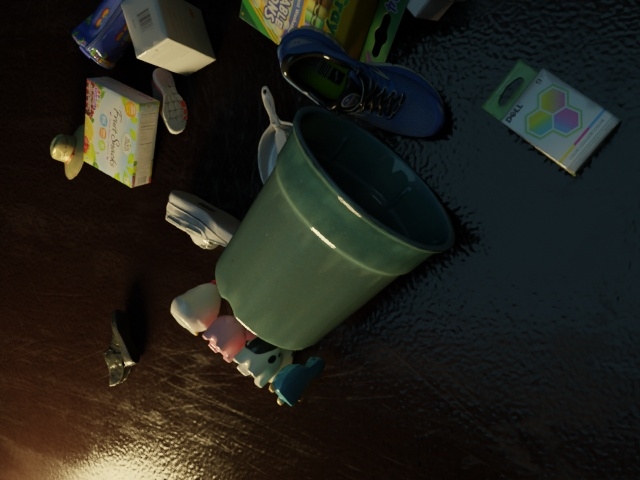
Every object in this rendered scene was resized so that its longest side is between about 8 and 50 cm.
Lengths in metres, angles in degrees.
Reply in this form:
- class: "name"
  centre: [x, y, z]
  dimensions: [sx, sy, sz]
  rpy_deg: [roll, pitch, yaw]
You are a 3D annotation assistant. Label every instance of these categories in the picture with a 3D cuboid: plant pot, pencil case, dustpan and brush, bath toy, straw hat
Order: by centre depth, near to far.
- class: "plant pot"
  centre: [0.000, 0.000, 1.034]
  dimensions: [0.341, 0.341, 0.334]
  rpy_deg: [49, 117, 16]
- class: "dustpan and brush"
  centre: [-0.081, -0.216, 1.197]
  dimensions: [0.147, 0.060, 0.211]
  rpy_deg: [-15, 85, 25]
- class: "bath toy"
  centre: [-0.161, 0.201, 1.212]
  dimensions: [0.348, 0.151, 0.129]
  rpy_deg: [32, 66, 24]
- class: "pencil case"
  centre: [-0.446, -0.540, 1.325]
  dimensions: [0.306, 0.133, 0.119]
  rpy_deg: [-41, 102, 21]
- class: "straw hat"
  centre: [-0.637, -0.230, 1.434]
  dimensions: [0.144, 0.061, 0.145]
  rpy_deg: [-13, 71, 42]

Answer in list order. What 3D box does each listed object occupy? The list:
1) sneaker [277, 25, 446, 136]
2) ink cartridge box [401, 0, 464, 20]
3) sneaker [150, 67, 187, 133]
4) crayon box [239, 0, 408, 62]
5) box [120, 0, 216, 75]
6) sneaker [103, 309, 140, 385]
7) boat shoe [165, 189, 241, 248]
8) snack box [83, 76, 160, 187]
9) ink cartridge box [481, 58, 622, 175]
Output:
- class: "sneaker"
  centre: [0.070, -0.258, 1.023]
  dimensions: [0.329, 0.147, 0.130]
  rpy_deg: [21, 126, -9]
- class: "ink cartridge box"
  centre: [0.188, -0.469, 1.034]
  dimensions: [0.143, 0.092, 0.090]
  rpy_deg: [56, 131, 14]
- class: "sneaker"
  centre: [-0.356, -0.317, 1.338]
  dimensions: [0.065, 0.061, 0.158]
  rpy_deg: [-24, 79, 51]
- class: "crayon box"
  centre: [-0.006, -0.450, 1.096]
  dimensions: [0.323, 0.083, 0.203]
  rpy_deg: [40, 137, 19]
- class: "box"
  centre: [-0.325, -0.450, 1.246]
  dimensions: [0.091, 0.170, 0.130]
  rpy_deg: [-21, 82, 23]
- class: "sneaker"
  centre: [-0.502, 0.263, 1.413]
  dimensions: [0.089, 0.051, 0.170]
  rpy_deg: [-24, 85, 19]
- class: "boat shoe"
  centre: [-0.245, -0.024, 1.271]
  dimensions: [0.258, 0.095, 0.084]
  rpy_deg: [32, 109, 32]
- class: "snack box"
  centre: [-0.469, -0.254, 1.347]
  dimensions: [0.174, 0.070, 0.207]
  rpy_deg: [29, 122, 21]
- class: "ink cartridge box"
  centre: [0.383, -0.215, 0.976]
  dimensions: [0.209, 0.062, 0.109]
  rpy_deg: [43, 109, 19]
